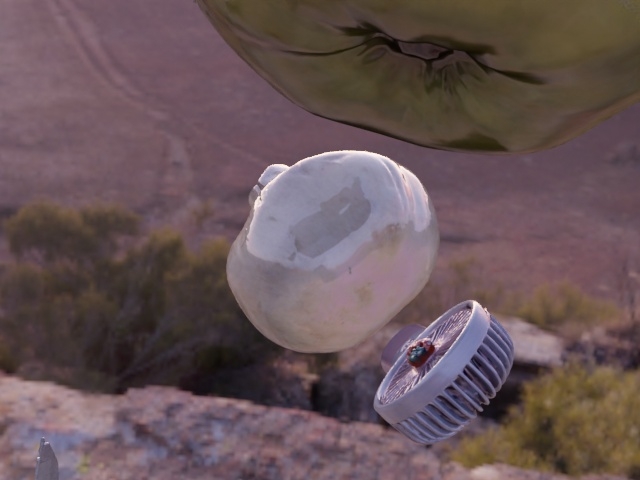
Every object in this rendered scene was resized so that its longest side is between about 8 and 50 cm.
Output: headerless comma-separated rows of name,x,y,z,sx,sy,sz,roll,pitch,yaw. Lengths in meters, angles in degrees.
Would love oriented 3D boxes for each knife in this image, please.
knife,-0.243,0.301,1.014,0.017,0.297,0.047,18,18,25

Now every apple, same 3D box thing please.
apple,0.099,-0.281,0.776,0.474,0.473,0.473,6,20,-2

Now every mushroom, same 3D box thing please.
mushroom,0.000,0.000,1.411,0.260,0.254,0.234,0,31,-39

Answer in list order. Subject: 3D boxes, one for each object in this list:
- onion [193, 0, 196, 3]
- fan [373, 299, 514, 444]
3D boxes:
onion,-0.075,-0.300,1.055,0.177,0.177,0.153,20,21,32
fan,0.099,0.114,1.094,0.074,0.130,0.244,43,-5,-6
